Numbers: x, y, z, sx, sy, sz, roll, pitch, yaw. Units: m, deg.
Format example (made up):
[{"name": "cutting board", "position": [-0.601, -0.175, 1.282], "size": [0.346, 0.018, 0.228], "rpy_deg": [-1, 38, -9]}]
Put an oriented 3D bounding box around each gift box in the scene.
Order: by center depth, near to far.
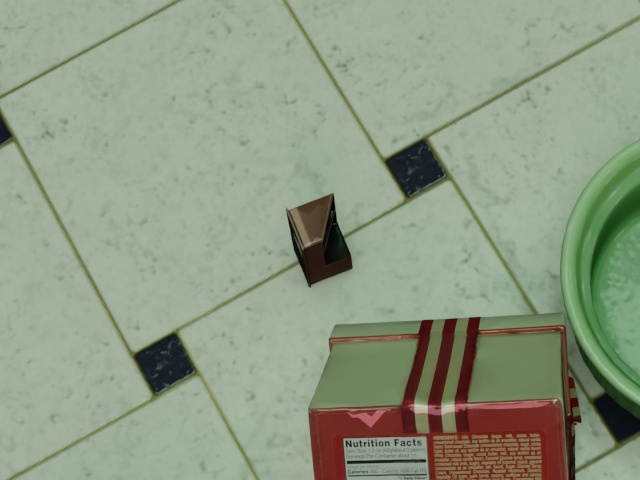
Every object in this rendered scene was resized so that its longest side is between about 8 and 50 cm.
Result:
[{"name": "gift box", "position": [0.112, 0.222, 1.574], "size": [0.255, 0.258, 0.276], "rpy_deg": [1, 107, 8]}]

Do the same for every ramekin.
[{"name": "ramekin", "position": [0.382, 0.049, 1.668], "size": [0.303, 0.148, 0.303], "rpy_deg": [-1, 73, 4]}]

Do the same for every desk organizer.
[{"name": "desk organizer", "position": [0.000, 0.000, 1.724], "size": [0.050, 0.130, 0.047], "rpy_deg": [-21, 72, -4]}]
